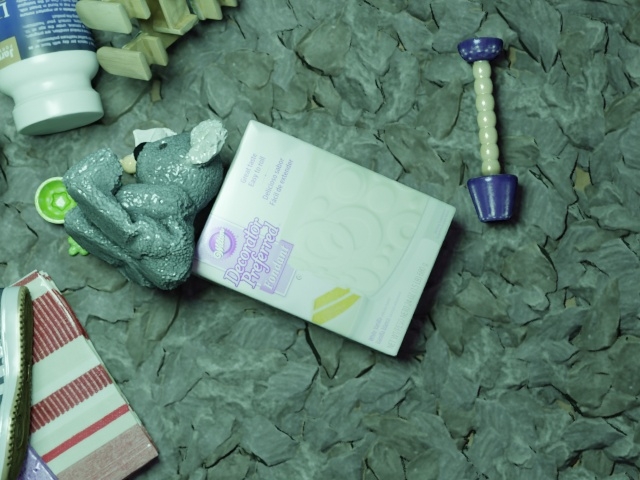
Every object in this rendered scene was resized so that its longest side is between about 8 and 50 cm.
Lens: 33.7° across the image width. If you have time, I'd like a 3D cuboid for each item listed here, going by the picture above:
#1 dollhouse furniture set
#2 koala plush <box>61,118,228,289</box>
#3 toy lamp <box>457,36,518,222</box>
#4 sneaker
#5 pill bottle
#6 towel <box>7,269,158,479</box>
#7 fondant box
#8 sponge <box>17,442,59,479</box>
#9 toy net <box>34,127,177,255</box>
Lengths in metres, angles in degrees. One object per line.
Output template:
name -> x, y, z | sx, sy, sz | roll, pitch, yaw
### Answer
dollhouse furniture set -> -0.269, -0.382, 1.483 | 0.161, 0.242, 0.212 | 14, 48, 34
koala plush -> -0.215, -0.064, 1.473 | 0.203, 0.196, 0.221 | 37, 62, 4
toy lamp -> 0.255, -0.165, 1.600 | 0.080, 0.080, 0.275 | -2, 86, -5
sneaker -> -0.482, 0.201, 1.451 | 0.153, 0.099, 0.282 | -1, 69, -4
pill bottle -> -0.403, -0.292, 1.507 | 0.153, 0.153, 0.265 | -15, 88, -6
towel -> -0.417, 0.238, 1.534 | 0.237, 0.037, 0.329 | -32, 88, -4
fondant box -> 0.000, 0.000, 1.557 | 0.330, 0.096, 0.238 | 23, 85, -2
sponge -> -0.483, 0.370, 1.490 | 0.210, 0.031, 0.117 | -39, 88, -4
toy net -> -0.299, -0.081, 1.558 | 0.232, 0.045, 0.122 | -35, 90, -7
